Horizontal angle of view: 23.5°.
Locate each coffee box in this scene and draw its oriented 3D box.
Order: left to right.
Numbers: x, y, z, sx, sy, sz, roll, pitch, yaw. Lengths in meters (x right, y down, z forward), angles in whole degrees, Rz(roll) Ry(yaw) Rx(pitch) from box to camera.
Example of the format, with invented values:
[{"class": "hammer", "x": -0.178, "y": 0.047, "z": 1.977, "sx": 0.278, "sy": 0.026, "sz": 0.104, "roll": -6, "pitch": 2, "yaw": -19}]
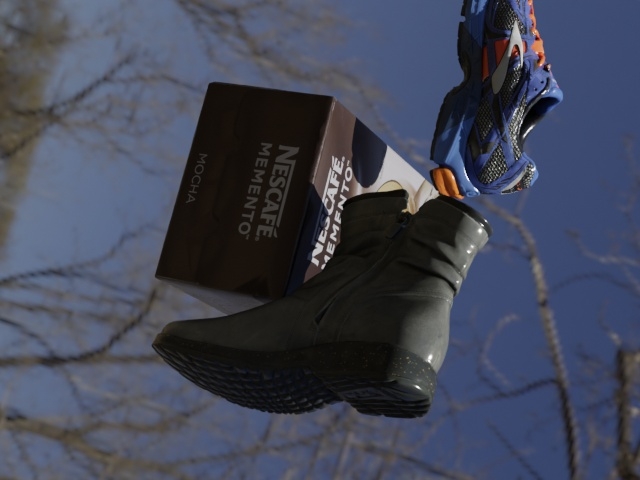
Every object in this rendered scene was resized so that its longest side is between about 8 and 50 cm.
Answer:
[{"class": "coffee box", "x": 0.000, "y": 0.000, "z": 1.294, "sx": 0.118, "sy": 0.297, "sz": 0.168, "roll": 10, "pitch": -101, "yaw": 27}]

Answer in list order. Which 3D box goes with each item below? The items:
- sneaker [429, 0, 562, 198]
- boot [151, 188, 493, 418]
[{"class": "sneaker", "x": 0.152, "y": -0.133, "z": 1.213, "sx": 0.083, "sy": 0.087, "sz": 0.221, "roll": 38, "pitch": 63, "yaw": -70}, {"class": "boot", "x": 0.004, "y": 0.041, "z": 1.127, "sx": 0.246, "sy": 0.083, "sz": 0.161, "roll": 1, "pitch": -122, "yaw": 34}]
